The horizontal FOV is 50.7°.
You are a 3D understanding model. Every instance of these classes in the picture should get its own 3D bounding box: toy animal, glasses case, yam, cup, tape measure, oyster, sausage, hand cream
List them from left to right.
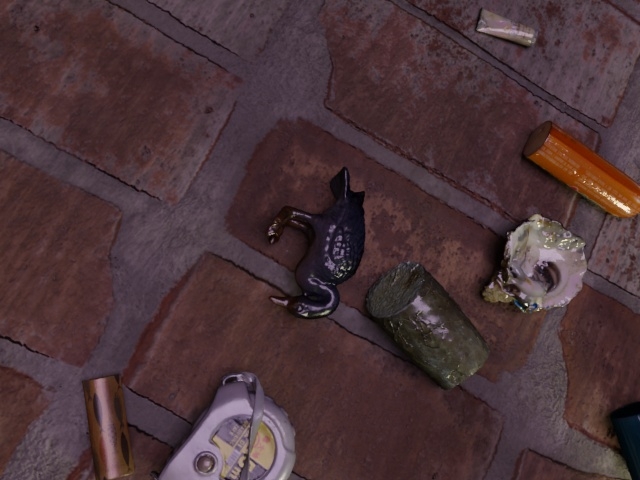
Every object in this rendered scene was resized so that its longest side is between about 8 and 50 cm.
[{"bbox_3d":[-0.363,0.318,1.154,0.064,0.041,0.170,-8,82,-18],"label":"glasses case"},{"bbox_3d":[-0.142,0.360,1.166,0.197,0.120,0.236,36,78,-1],"label":"tape measure"},{"bbox_3d":[0.000,0.000,1.271,0.185,0.122,0.298,32,66,2],"label":"toy animal"},{"bbox_3d":[0.209,0.167,1.283,0.154,0.154,0.254,-42,95,-18],"label":"yam"},{"bbox_3d":[0.420,-0.477,1.516,0.143,0.039,0.061,17,79,-8],"label":"hand cream"},{"bbox_3d":[0.456,0.055,1.410,0.223,0.083,0.214,24,78,-16],"label":"oyster"},{"bbox_3d":[0.596,-0.140,1.478,0.312,0.093,0.093,32,74,-9],"label":"sausage"},{"bbox_3d":[0.695,0.415,1.403,0.176,0.131,0.155,-15,80,-47],"label":"cup"}]
